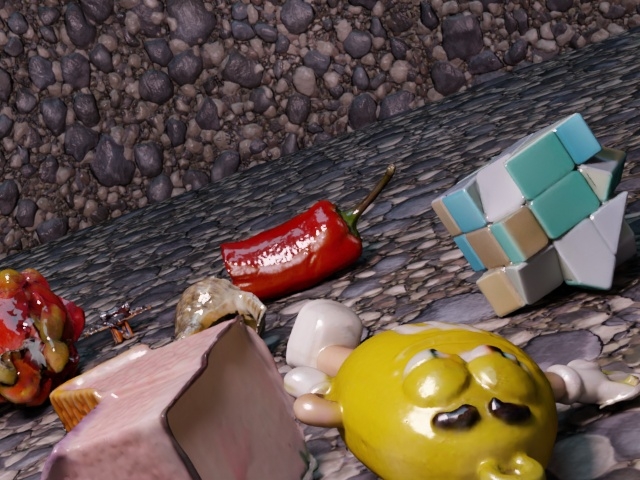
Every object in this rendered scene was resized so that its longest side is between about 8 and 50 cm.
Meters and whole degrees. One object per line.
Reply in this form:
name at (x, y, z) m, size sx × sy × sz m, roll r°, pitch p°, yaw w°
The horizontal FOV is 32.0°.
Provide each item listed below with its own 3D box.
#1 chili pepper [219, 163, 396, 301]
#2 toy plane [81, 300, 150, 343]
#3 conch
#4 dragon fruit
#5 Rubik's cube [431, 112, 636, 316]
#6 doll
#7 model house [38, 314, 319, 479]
chili pepper at (0.002, 0.003, 1.941) m, size 0.338 × 0.131 × 0.134 m, roll -23°, pitch -12°, yaw 2°
toy plane at (-0.379, 0.143, 2.085) m, size 0.135 × 0.062 × 0.188 m, roll -22°, pitch 13°, yaw -5°
conch at (-0.155, 0.135, 1.646) m, size 0.155 × 0.130 × 0.207 m, roll -27°, pitch 21°, yaw 36°
dragon fruit at (-0.500, 0.178, 1.851) m, size 0.228 × 0.243 × 0.307 m, roll -2°, pitch 46°, yaw -20°
Rubik's cube at (0.304, -0.029, 1.492) m, size 0.265 × 0.213 × 0.224 m, roll -35°, pitch 2°, yaw -14°
doll at (0.123, 0.151, 1.134) m, size 0.423 × 0.161 × 0.348 m, roll 8°, pitch 13°, yaw 44°
model house at (-0.166, 0.234, 1.142) m, size 0.237 × 0.202 × 0.237 m, roll -21°, pitch 16°, yaw 23°
